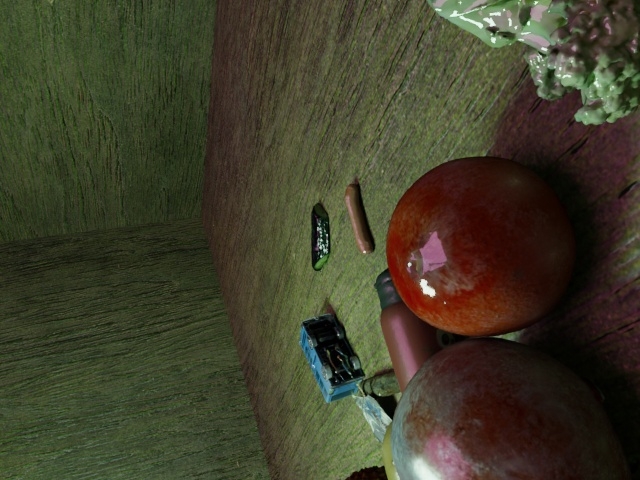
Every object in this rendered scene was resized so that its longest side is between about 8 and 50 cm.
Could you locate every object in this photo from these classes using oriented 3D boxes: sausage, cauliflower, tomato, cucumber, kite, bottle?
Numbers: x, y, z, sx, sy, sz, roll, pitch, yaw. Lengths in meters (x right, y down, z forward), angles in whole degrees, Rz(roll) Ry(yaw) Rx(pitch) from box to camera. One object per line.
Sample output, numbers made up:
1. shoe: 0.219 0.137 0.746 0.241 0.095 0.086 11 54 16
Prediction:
1. sausage: 0.095 -0.053 1.300 0.043 0.043 0.186 140 119 -65
2. cauliflower: 0.244 -0.261 0.546 0.315 0.239 0.256 9 111 21
3. tomato: 0.217 0.014 0.742 0.265 0.265 0.264 171 90 -69
4. cucumber: 0.000 0.000 1.559 0.070 0.046 0.220 22 119 56
5. kite: 0.109 0.414 1.338 0.310 0.015 0.169 54 152 8
6. tomato: 0.254 0.291 0.723 0.316 0.283 0.316 48 155 32
7. bottle: 0.197 0.209 1.004 0.144 0.144 0.336 123 134 -59

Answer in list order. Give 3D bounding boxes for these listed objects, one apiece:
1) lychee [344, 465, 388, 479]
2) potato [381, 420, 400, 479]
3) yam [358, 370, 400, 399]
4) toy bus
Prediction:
1. lychee: 0.136 0.676 1.197 0.276 0.304 0.275 3 95 35
2. potato: 0.208 0.469 1.111 0.194 0.157 0.157 -105 18 -52
3. yam: 0.167 0.351 1.256 0.274 0.061 0.061 131 126 -62
4. toy bus: 0.025 0.347 1.531 0.133 0.116 0.234 99 150 -46
